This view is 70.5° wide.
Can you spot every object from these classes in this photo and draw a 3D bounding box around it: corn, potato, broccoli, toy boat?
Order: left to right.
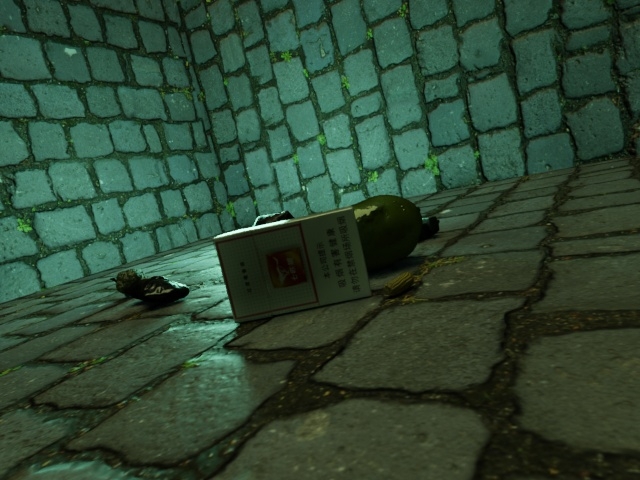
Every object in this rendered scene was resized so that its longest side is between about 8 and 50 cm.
[{"bbox_3d":[-0.755,0.171,1.815,0.131,0.130,0.120,-43,-9,-46],"label":"broccoli"},{"bbox_3d":[0.140,-0.014,1.268,0.304,0.215,0.216,-26,11,-19],"label":"potato"},{"bbox_3d":[0.175,0.097,1.006,0.092,0.037,0.037,-18,9,-42],"label":"corn"},{"bbox_3d":[0.301,-0.052,1.666,0.141,0.092,0.319,-14,7,-19],"label":"toy boat"}]

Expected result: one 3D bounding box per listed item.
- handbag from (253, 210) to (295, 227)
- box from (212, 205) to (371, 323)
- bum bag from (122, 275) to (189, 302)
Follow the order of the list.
[{"bbox_3d":[-0.187,-0.007,1.797,0.169,0.155,0.215,-8,52,39],"label":"handbag"},{"bbox_3d":[-0.063,0.056,1.066,0.330,0.210,0.095,-12,7,6],"label":"box"},{"bbox_3d":[-0.580,0.169,1.574,0.144,0.095,0.340,0,0,-37],"label":"bum bag"}]
